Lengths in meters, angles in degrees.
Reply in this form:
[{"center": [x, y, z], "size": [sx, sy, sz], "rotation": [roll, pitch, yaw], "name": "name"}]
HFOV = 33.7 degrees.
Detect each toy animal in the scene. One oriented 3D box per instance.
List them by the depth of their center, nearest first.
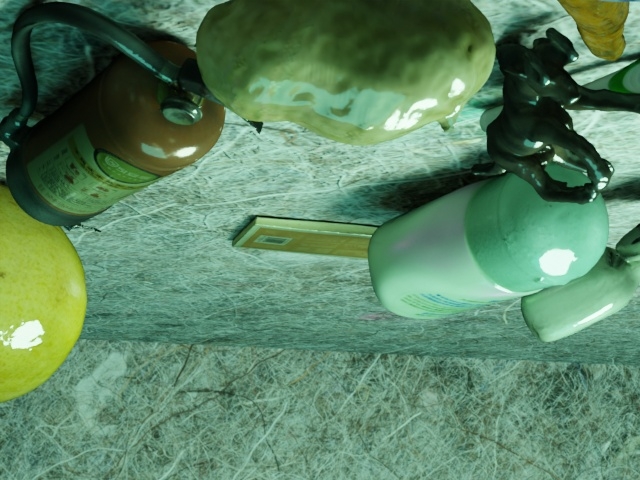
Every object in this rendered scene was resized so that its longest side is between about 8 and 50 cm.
[{"center": [0.207, -0.106, 0.952], "size": [0.148, 0.084, 0.233], "rotation": [37, 162, 10], "name": "toy animal"}]

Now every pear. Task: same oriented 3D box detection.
[{"center": [-0.454, 0.068, 1.320], "size": [0.314, 0.315, 0.314], "rotation": [1, 167, 0], "name": "pear"}]

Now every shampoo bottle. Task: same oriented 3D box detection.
[{"center": [0.210, 0.003, 1.310], "size": [0.221, 0.151, 0.349], "rotation": [0, 169, -26], "name": "shampoo bottle"}]

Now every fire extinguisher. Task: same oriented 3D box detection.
[{"center": [-0.205, -0.107, 0.959], "size": [0.200, 0.113, 0.376], "rotation": [11, 164, -33], "name": "fire extinguisher"}]

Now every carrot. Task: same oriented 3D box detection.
[{"center": [0.192, -0.180, 0.755], "size": [0.059, 0.059, 0.248], "rotation": [-5, 169, 23], "name": "carrot"}]

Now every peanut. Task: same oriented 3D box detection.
[{"center": [0.019, -0.137, 0.793], "size": [0.224, 0.129, 0.129], "rotation": [5, 166, -7], "name": "peanut"}]

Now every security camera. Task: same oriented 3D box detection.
[{"center": [0.391, 0.031, 1.328], "size": [0.301, 0.080, 0.157], "rotation": [-33, -179, 23], "name": "security camera"}]

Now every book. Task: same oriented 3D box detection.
[{"center": [0.000, -0.001, 1.596], "size": [0.241, 0.018, 0.170], "rotation": [5, 167, -16], "name": "book"}]

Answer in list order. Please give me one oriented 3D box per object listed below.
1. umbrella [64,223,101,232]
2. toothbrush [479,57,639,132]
[{"center": [-0.382, -0.031, 1.502], "size": [0.148, 0.022, 0.022], "rotation": [17, -176, -30], "name": "umbrella"}, {"center": [0.302, -0.145, 0.914], "size": [0.040, 0.042, 0.418], "rotation": [-1, 173, -39], "name": "toothbrush"}]
